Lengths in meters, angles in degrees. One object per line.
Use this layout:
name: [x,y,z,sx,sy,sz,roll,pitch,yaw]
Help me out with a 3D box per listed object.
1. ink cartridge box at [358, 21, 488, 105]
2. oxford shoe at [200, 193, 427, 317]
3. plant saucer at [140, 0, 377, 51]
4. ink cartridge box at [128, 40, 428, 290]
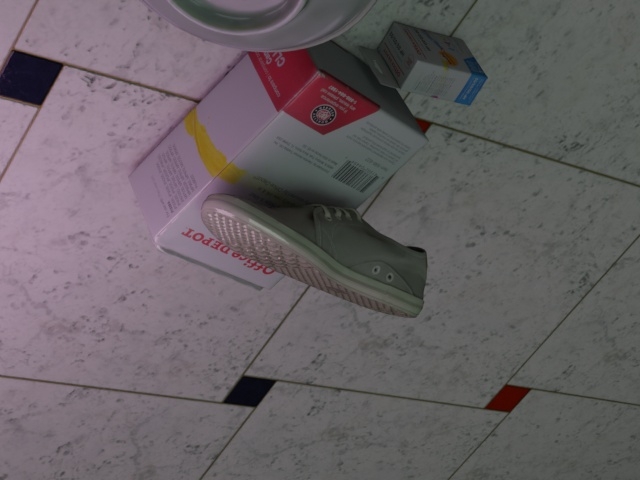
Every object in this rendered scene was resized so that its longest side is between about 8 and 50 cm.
ink cartridge box: [0.162,-0.282,2.119,0.181,0.104,0.062,8,129,-34]
oxford shoe: [0.000,0.000,2.082,0.449,0.169,0.130,24,79,-38]
plant saucer: [-0.107,-0.374,1.726,0.400,0.101,0.400,8,140,6]
ink cartridge box: [-0.071,-0.128,2.117,0.384,0.160,0.279,-43,139,19]
